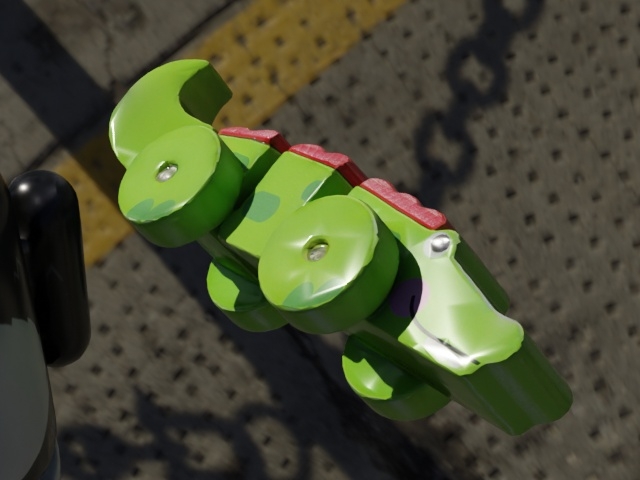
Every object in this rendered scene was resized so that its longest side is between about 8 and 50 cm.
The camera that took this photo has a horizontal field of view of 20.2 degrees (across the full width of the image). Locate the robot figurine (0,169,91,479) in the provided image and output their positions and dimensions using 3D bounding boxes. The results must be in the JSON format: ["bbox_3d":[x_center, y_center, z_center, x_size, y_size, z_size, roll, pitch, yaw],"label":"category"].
[{"bbox_3d":[-0.210,0.055,0.818,0.209,0.278,0.173,-7,36,-3],"label":"robot figurine"}]

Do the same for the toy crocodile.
[{"bbox_3d":[0.000,0.000,0.916,0.105,0.115,0.340,-51,41,-9],"label":"toy crocodile"}]
